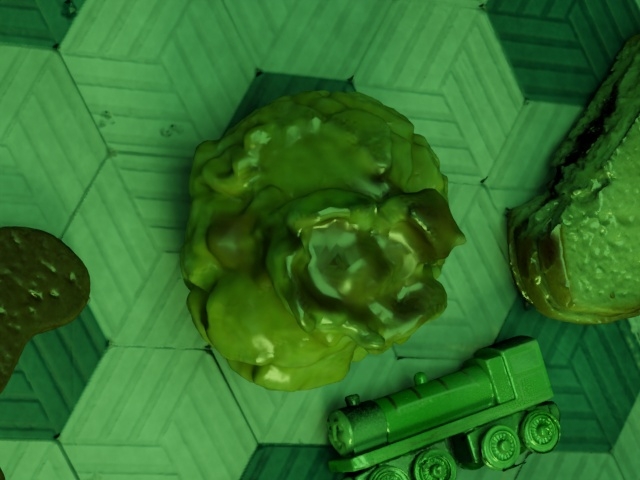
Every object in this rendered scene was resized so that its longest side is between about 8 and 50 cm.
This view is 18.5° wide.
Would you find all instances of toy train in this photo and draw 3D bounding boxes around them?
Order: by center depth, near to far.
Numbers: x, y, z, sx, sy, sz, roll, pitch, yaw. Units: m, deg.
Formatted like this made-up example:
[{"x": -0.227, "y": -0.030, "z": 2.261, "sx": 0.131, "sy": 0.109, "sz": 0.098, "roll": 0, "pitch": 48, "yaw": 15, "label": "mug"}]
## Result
[{"x": 0.117, "y": 0.178, "z": 1.882, "sx": 0.251, "sy": 0.085, "sz": 0.119, "roll": -16, "pitch": 90, "yaw": -26, "label": "toy train"}]

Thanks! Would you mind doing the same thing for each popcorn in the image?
[{"x": 0.000, "y": 0.000, "z": 1.747, "sx": 0.224, "sy": 0.270, "sz": 0.258, "roll": 26, "pitch": 43, "yaw": -48, "label": "popcorn"}]

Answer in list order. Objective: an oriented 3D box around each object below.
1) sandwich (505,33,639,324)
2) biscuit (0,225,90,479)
[{"x": 0.300, "y": -0.066, "z": 1.960, "sx": 0.254, "sy": 0.099, "sz": 0.288, "roll": -8, "pitch": 92, "yaw": -25, "label": "sandwich"}, {"x": -0.378, "y": 0.140, "z": 1.617, "sx": 0.283, "sy": 0.064, "sz": 0.432, "roll": 31, "pitch": 61, "yaw": -20, "label": "biscuit"}]
